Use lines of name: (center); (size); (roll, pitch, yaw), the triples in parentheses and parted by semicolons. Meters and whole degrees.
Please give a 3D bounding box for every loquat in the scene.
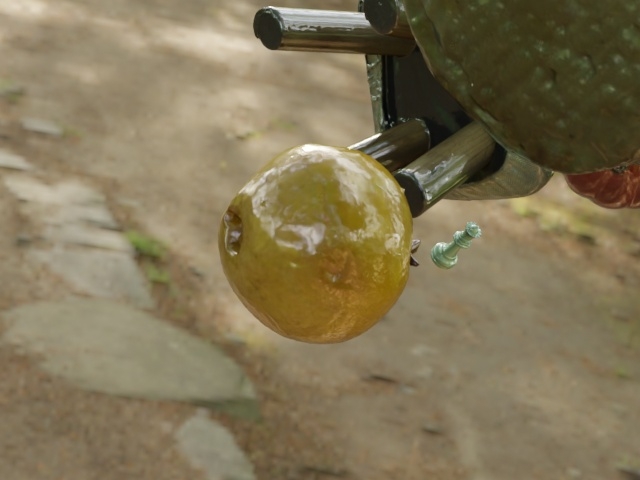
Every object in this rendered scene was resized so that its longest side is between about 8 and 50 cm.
loquat: (0.000, 0.000, 1.647); (0.208, 0.208, 0.208); (11, 19, -4)

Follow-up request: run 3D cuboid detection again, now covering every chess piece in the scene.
chess piece: (0.203, 0.004, 2.333); (0.042, 0.093, 0.042); (20, 49, -25)

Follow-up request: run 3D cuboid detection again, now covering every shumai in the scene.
shumai: (0.254, -0.228, 1.342); (0.288, 0.292, 0.330); (-32, 60, -34)

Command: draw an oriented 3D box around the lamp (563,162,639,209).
lamp: (0.465, -0.158, 2.447); (0.226, 0.227, 0.227); (11, 19, -4)

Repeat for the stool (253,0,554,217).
stool: (0.105, -0.183, 1.985); (0.226, 0.310, 0.310); (-17, 12, -39)
